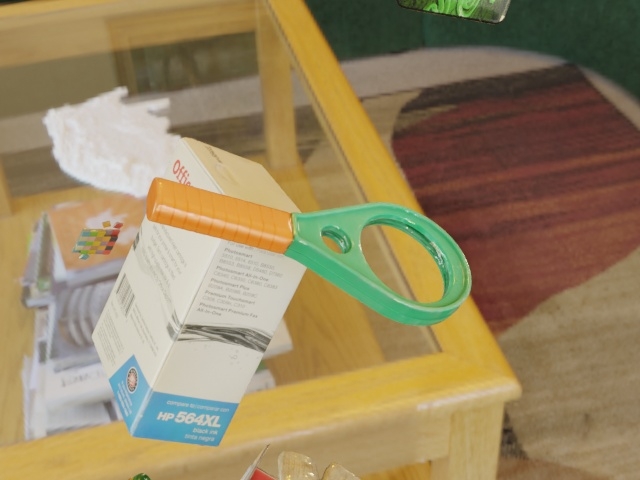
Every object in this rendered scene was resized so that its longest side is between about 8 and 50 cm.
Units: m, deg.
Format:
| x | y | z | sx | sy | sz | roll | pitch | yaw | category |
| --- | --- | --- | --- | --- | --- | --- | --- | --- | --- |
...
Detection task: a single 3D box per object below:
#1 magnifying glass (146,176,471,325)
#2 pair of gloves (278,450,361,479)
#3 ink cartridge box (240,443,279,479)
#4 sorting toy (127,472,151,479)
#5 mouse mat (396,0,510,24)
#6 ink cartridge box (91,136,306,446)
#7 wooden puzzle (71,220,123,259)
| x | y | z | sx | sy | sz | roll | pitch | yaw | category |
| --- | --- | --- | --- | --- | --- | --- | --- | --- | --- |
| 0.000 | 0.000 | 0.610 | 0.231 | 0.026 | 0.092 | 13 | 47 | -24 | magnifying glass |
| 0.042 | 0.224 | 0.437 | 0.240 | 0.042 | 0.204 | 32 | 39 | -15 | pair of gloves |
| -0.121 | 0.480 | 1.287 | 0.130 | 0.272 | 0.309 | 30 | 40 | 1 | ink cartridge box |
| -0.343 | 0.478 | 1.500 | 0.046 | 0.132 | 0.274 | -28 | -6 | 22 | sorting toy |
| 0.186 | -0.369 | 1.164 | 0.153 | 0.189 | 0.007 | 6 | 31 | -14 | mouse mat |
| -0.099 | 0.040 | 0.764 | 0.086 | 0.203 | 0.148 | 17 | 19 | -32 | ink cartridge box |
| -0.285 | 0.001 | 1.191 | 0.049 | 0.083 | 0.006 | 1 | 54 | -33 | wooden puzzle |
